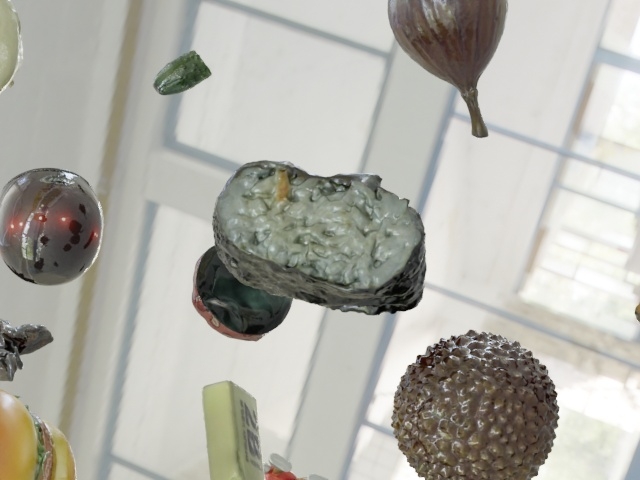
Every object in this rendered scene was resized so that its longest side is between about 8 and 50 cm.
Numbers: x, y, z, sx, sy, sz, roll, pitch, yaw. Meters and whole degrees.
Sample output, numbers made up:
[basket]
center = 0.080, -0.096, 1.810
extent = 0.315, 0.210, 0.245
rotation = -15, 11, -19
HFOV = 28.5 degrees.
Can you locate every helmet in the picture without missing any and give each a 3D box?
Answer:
[helmet]
center = -0.481, -0.022, 2.238
extent = 0.193, 0.189, 0.216
rotation = -131, 47, -64

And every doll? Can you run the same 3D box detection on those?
[doll]
center = -0.092, 0.542, 2.807
extent = 0.217, 0.183, 0.085
rotation = -43, 26, 47

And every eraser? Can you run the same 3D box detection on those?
[eraser]
center = -0.132, 0.314, 1.949
extent = 0.117, 0.058, 0.172
rotation = 51, -153, -58

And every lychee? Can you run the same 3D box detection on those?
[lychee]
center = 0.226, 0.260, 1.912
extent = 0.267, 0.267, 0.267
rotation = 21, -90, -76

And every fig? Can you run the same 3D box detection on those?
[fig]
center = 0.251, -0.335, 2.202
extent = 0.321, 0.217, 0.217
rotation = 70, -158, -5

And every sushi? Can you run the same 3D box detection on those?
[sushi]
center = 0.000, 0.000, 1.986
extent = 0.171, 0.350, 0.211
rotation = 76, -152, -63

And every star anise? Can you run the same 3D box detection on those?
[star anise]
center = -0.654, 0.186, 2.460
extent = 0.129, 0.212, 0.283
rotation = -53, 1, 17

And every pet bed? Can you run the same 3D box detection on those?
[pet bed]
center = -0.141, 0.089, 2.275
extent = 0.053, 0.201, 0.201
rotation = -47, 9, 52

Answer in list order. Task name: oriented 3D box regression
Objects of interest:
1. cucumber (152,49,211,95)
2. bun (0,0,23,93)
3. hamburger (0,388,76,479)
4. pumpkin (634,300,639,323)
[cucumber]
center = -0.268, -0.317, 2.395
extent = 0.107, 0.067, 0.035
rotation = -35, -8, -16
[bun]
center = -0.444, -0.247, 1.447
extent = 0.145, 0.229, 0.229
rotation = -59, -17, -46
[hamburger]
center = -0.425, 0.289, 1.513
extent = 0.170, 0.246, 0.246
rotation = 50, -122, -44
[pumpkin]
center = 0.609, 0.108, 1.919
extent = 0.290, 0.258, 0.095
rotation = -13, -70, -70
